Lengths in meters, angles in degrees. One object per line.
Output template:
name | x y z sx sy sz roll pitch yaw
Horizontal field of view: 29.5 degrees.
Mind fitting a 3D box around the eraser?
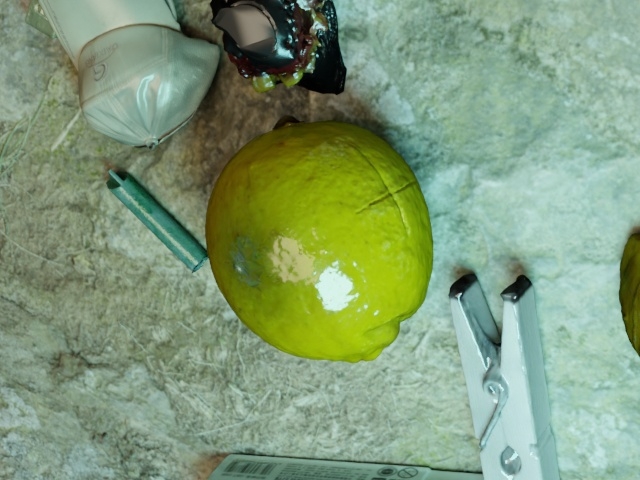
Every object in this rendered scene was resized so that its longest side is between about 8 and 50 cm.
eraser | 0.037 0.374 1.717 0.403 0.098 0.096 0 109 25

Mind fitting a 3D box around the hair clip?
hair clip | 0.240 0.204 1.572 0.101 0.085 0.331 -2 109 27

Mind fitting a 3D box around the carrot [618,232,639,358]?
carrot | 0.489 0.130 1.361 0.241 0.341 0.242 -3 122 -4

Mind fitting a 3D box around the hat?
hat | -0.273 -0.247 1.604 0.219 0.164 0.226 -23 131 29

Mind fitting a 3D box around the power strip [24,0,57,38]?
power strip | -0.366 -0.341 1.683 0.056 0.032 0.123 33 119 12

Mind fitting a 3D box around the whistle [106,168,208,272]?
whistle | -0.235 -0.031 1.731 0.186 0.039 0.039 44 119 4

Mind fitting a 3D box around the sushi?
sushi | -0.056 -0.269 1.501 0.153 0.150 0.172 17 114 18

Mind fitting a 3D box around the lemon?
lemon | 0.000 0.000 1.500 0.297 0.297 0.297 8 111 22
